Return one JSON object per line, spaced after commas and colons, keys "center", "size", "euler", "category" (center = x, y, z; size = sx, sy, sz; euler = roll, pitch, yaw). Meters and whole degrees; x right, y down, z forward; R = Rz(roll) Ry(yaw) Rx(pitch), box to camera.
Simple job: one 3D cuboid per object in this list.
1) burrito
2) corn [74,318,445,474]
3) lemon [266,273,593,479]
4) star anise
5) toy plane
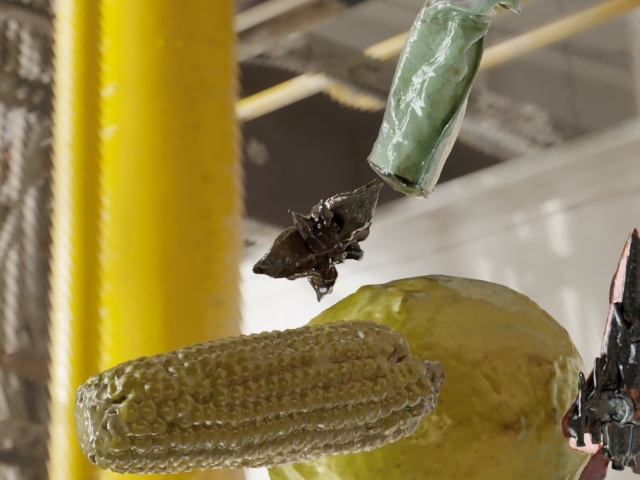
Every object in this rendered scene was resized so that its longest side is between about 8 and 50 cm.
{"center": [0.114, -0.158, 1.783], "size": [0.089, 0.228, 0.144], "euler": [21, -168, -5], "category": "burrito"}
{"center": [-0.037, 0.107, 1.276], "size": [0.262, 0.097, 0.097], "euler": [-7, -101, -23], "category": "corn"}
{"center": [0.088, 0.157, 1.637], "size": [0.322, 0.268, 0.268], "euler": [10, -117, -18], "category": "lemon"}
{"center": [0.009, -0.007, 1.667], "size": [0.124, 0.129, 0.056], "euler": [26, -160, -54], "category": "star anise"}
{"center": [0.227, 0.087, 1.385], "size": [0.130, 0.061, 0.189], "euler": [-4, -71, -39], "category": "toy plane"}
